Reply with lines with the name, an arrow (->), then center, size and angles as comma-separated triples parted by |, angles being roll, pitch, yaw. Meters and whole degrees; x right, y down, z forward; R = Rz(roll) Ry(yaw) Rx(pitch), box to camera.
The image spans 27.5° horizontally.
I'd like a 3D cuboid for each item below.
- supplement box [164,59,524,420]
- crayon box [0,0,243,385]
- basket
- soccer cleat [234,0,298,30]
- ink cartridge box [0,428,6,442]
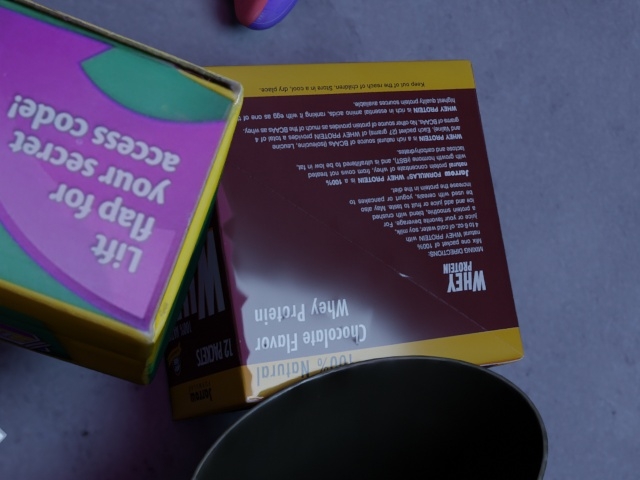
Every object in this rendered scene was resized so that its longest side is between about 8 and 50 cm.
supplement box -> 0.000, 0.000, 0.824 | 0.191, 0.129, 0.194 | -6, 81, -27
crayon box -> -0.226, -0.049, 0.567 | 0.363, 0.313, 0.106 | 20, 78, -4
basket -> 0.027, 0.207, 0.728 | 0.204, 0.154, 0.227 | -26, 132, -30
soccer cleat -> 0.009, -0.246, 0.915 | 0.095, 0.083, 0.248 | 27, 66, -24
ink cartridge box -> -0.249, 0.097, 0.724 | 0.122, 0.052, 0.088 | 49, 62, -10
